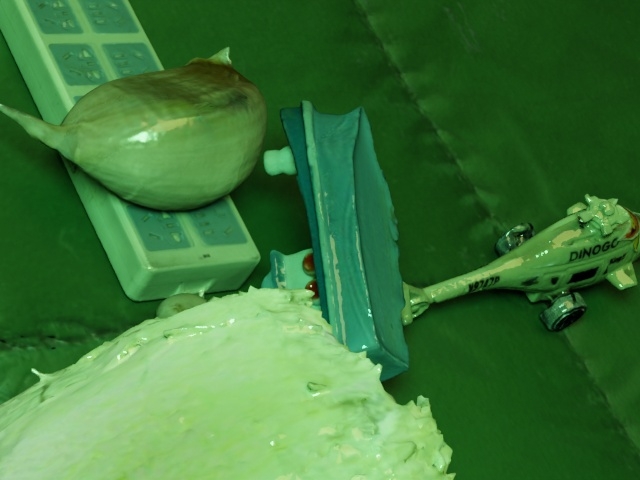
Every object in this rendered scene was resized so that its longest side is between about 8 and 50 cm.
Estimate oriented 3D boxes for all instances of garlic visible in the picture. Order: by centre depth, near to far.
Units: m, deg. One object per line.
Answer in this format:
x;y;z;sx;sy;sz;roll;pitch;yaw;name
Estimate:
-0.126;-0.080;1.438;0.198;0.090;0.128;-18;49;-36;garlic

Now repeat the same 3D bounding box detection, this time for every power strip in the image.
-0.164;-0.108;1.518;0.106;0.043;0.367;-6;56;-38;power strip

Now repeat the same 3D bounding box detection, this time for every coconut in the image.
-0.073;0.259;1.014;0.405;0.404;0.404;19;44;-19;coconut

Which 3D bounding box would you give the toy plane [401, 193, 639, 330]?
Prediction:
0.162;0.020;1.586;0.286;0.108;0.092;-16;64;-28;toy plane

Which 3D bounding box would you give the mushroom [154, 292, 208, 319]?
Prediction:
-0.100;0.081;1.376;0.079;0.085;0.085;-17;57;-3;mushroom

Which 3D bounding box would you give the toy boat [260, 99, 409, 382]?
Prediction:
0.000;0.000;1.467;0.109;0.098;0.237;46;34;-57;toy boat
